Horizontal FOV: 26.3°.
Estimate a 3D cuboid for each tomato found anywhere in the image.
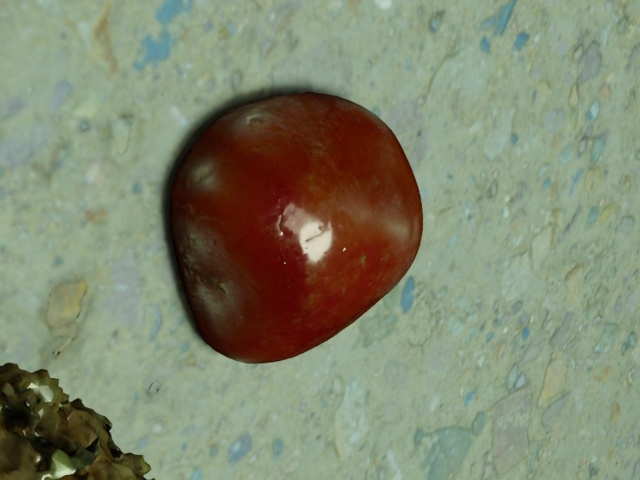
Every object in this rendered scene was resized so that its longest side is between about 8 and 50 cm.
[{"bbox_3d":[0.003,-0.008,0.799,0.174,0.082,0.166,-33,131,-33],"label":"tomato"}]

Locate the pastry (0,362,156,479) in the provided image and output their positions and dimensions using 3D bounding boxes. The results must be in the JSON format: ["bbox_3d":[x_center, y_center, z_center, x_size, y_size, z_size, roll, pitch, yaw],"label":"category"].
[{"bbox_3d":[-0.179,0.173,0.580,0.275,0.193,0.275,-27,126,-43],"label":"pastry"}]
